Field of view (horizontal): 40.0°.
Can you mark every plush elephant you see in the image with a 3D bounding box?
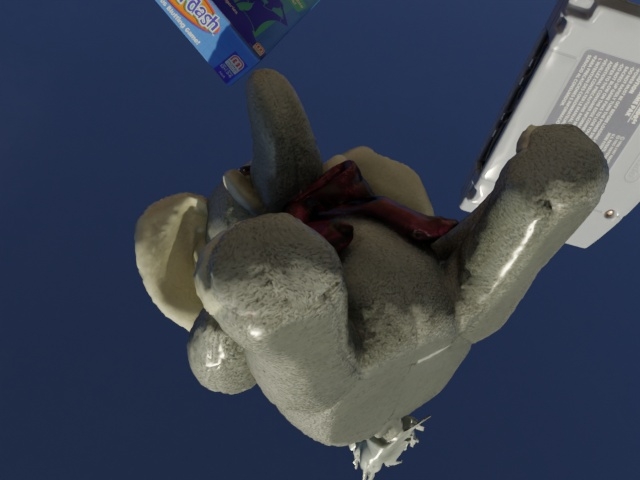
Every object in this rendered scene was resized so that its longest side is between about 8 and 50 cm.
[{"bbox_3d":[0.000,0.000,0.644,0.271,0.330,0.255,-23,-123,-21],"label":"plush elephant"}]

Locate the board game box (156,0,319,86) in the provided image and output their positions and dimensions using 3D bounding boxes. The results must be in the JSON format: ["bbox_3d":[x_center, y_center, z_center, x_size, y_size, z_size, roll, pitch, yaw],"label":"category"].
[{"bbox_3d":[-0.076,-0.251,0.777,0.160,0.047,0.210,49,-142,-15],"label":"board game box"}]

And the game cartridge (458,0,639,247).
[{"bbox_3d":[0.300,-0.125,0.981,0.196,0.294,0.060,18,-141,-6],"label":"game cartridge"}]
